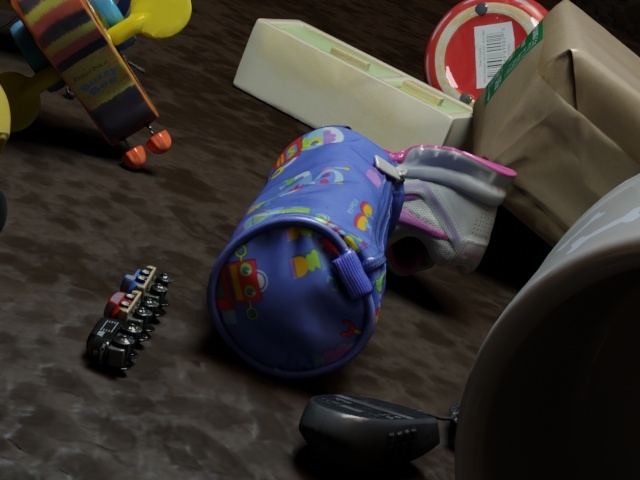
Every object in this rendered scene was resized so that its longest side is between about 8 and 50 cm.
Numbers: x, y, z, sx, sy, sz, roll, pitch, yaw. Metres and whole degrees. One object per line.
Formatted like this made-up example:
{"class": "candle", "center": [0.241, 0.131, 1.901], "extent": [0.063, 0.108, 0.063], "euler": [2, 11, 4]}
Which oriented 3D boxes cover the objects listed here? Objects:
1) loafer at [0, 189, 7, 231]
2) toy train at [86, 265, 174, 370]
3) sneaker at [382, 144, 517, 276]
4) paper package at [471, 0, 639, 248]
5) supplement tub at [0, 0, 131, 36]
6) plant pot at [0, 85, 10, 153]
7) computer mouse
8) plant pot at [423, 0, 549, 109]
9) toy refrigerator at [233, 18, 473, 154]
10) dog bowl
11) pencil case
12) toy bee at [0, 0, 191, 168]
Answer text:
{"class": "loafer", "center": [-0.306, -0.031, 1.126], "extent": [0.170, 0.062, 0.061], "euler": [17, -4, -26]}
{"class": "toy train", "center": [-0.132, 0.052, 1.123], "extent": [0.036, 0.027, 0.158], "euler": [12, 18, 3]}
{"class": "sneaker", "center": [0.054, -0.027, 1.453], "extent": [0.103, 0.111, 0.252], "euler": [17, -6, -41]}
{"class": "paper package", "center": [0.309, -0.073, 1.642], "extent": [0.309, 0.168, 0.325], "euler": [40, 17, -5]}
{"class": "supplement tub", "center": [-0.336, -0.328, 1.658], "extent": [0.316, 0.228, 0.228], "euler": [8, 22, -37]}
{"class": "plant pot", "center": [-0.290, -0.090, 1.271], "extent": [0.081, 0.081, 0.083], "euler": [1, 37, -49]}
{"class": "computer mouse", "center": [0.066, 0.132, 1.113], "extent": [0.071, 0.041, 0.242], "euler": [14, 4, 37]}
{"class": "plant pot", "center": [0.218, -0.194, 1.921], "extent": [0.191, 0.191, 0.174], "euler": [30, 4, 25]}
{"class": "toy refrigerator", "center": [0.045, -0.164, 1.848], "extent": [0.269, 0.094, 0.102], "euler": [30, 19, 23]}
{"class": "dog bowl", "center": [0.221, 0.130, 0.821], "extent": [0.348, 0.349, 0.102], "euler": [31, 31, 27]}
{"class": "pencil case", "center": [0.000, 0.000, 1.260], "extent": [0.119, 0.133, 0.306], "euler": [60, 14, -12]}
{"class": "toy bee", "center": [-0.188, -0.154, 1.447], "extent": [0.162, 0.195, 0.298], "euler": [57, 20, 20]}
